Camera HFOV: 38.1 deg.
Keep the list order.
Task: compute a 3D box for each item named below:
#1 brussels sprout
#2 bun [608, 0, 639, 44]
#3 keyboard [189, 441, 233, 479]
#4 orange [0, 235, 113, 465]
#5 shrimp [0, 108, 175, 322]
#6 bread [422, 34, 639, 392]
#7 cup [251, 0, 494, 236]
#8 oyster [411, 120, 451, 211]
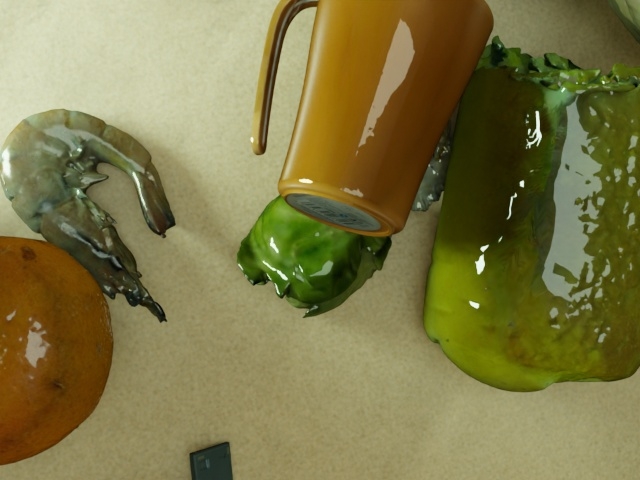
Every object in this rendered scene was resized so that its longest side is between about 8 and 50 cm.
[{"bbox_3d":[0.001,-0.001,1.011,0.181,0.100,0.139,-34,81,-2],"label":"brussels sprout"},{"bbox_3d":[0.399,-0.333,0.993,0.361,0.213,0.361,-1,91,-41],"label":"bun"},{"bbox_3d":[-0.114,0.315,1.021,0.055,0.014,0.176,-7,93,-47],"label":"keyboard"},{"bbox_3d":[-0.312,0.107,0.919,0.224,0.170,0.224,-1,85,14],"label":"orange"},{"bbox_3d":[-0.225,-0.035,0.989,0.254,0.059,0.145,42,75,-3],"label":"shrimp"},{"bbox_3d":[0.256,-0.020,1.005,0.251,0.208,0.377,10,93,-5],"label":"bread"},{"bbox_3d":[0.037,-0.152,0.938,0.226,0.182,0.264,14,77,20],"label":"cup"},{"bbox_3d":[0.108,-0.104,1.038,0.121,0.045,0.146,-37,121,-46],"label":"oyster"}]
